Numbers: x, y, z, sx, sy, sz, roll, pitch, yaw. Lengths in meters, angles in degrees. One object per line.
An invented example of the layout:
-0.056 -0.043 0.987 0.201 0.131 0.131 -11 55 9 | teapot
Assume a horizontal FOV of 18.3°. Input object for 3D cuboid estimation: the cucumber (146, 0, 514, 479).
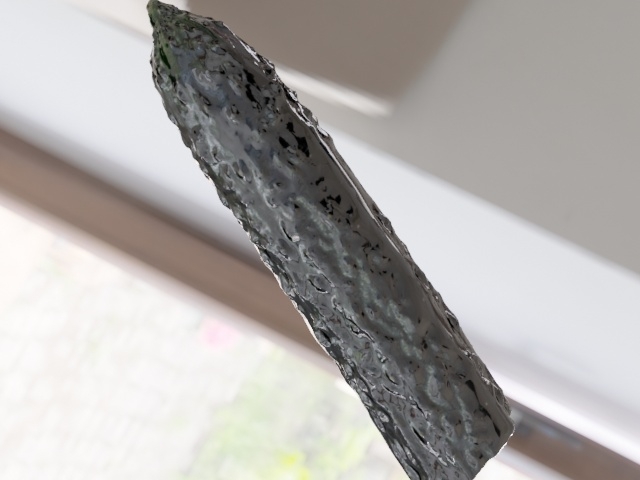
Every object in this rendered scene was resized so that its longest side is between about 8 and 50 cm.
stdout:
0.000 0.000 1.019 0.072 0.300 0.072 -32 -163 11 | cucumber
